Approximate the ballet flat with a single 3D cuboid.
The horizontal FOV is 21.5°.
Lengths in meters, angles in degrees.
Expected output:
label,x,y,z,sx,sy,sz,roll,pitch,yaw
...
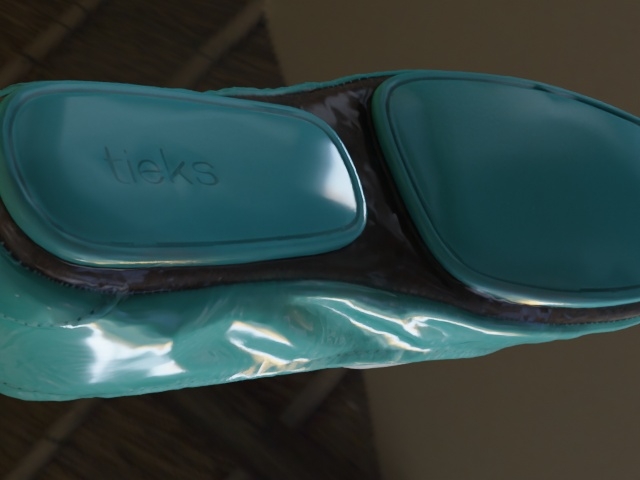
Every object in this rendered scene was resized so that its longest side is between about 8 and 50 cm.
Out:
label,x,y,z,sx,sy,sz,roll,pitch,yaw
ballet flat,0.000,0.000,0.456,0.247,0.087,0.083,0,-117,-38
